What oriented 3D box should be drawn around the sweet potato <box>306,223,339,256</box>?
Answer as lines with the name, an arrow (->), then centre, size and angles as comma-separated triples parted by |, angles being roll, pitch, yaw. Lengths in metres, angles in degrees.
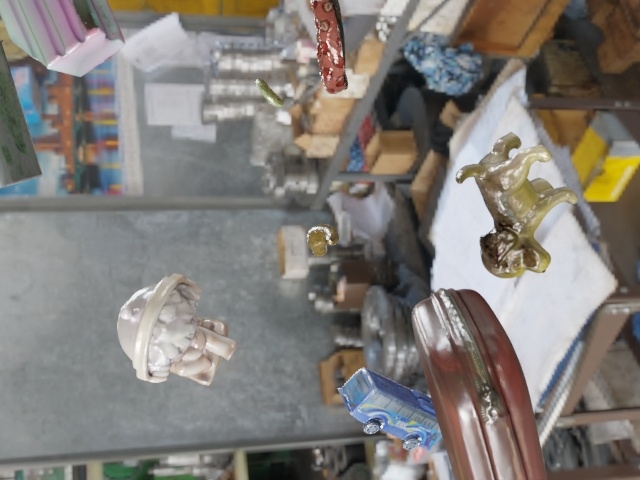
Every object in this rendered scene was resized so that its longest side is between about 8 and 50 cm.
sweet potato -> -0.002, -0.001, 2.228 | 0.059, 0.069, 0.249 | -55, 2, -16

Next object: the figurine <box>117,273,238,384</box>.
figurine -> -0.220, 0.139, 1.378 | 0.236, 0.141, 0.162 | 64, -136, -66

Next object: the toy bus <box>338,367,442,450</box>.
toy bus -> 0.141, 0.317, 1.714 | 0.094, 0.236, 0.079 | -45, 39, 20

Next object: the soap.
soap -> -0.544, -0.489, 1.848 | 0.323, 0.193, 0.109 | 63, -162, 11

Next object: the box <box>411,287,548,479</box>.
box -> 0.218, 0.257, 1.207 | 0.263, 0.108, 0.403 | -104, -2, -65

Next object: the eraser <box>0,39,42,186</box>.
eraser -> -0.524, -0.193, 1.442 | 0.174, 0.081, 0.227 | -44, -61, -73

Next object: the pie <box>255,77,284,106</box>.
pie -> -0.113, -0.322, 2.032 | 0.021, 0.084, 0.084 | -41, 35, 13

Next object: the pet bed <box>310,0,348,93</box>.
pet bed -> 0.016, -0.352, 1.617 | 0.201, 0.054, 0.201 | 169, 90, -89

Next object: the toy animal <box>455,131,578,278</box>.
toy animal -> 0.309, -0.052, 1.443 | 0.121, 0.169, 0.233 | 43, 163, 55
